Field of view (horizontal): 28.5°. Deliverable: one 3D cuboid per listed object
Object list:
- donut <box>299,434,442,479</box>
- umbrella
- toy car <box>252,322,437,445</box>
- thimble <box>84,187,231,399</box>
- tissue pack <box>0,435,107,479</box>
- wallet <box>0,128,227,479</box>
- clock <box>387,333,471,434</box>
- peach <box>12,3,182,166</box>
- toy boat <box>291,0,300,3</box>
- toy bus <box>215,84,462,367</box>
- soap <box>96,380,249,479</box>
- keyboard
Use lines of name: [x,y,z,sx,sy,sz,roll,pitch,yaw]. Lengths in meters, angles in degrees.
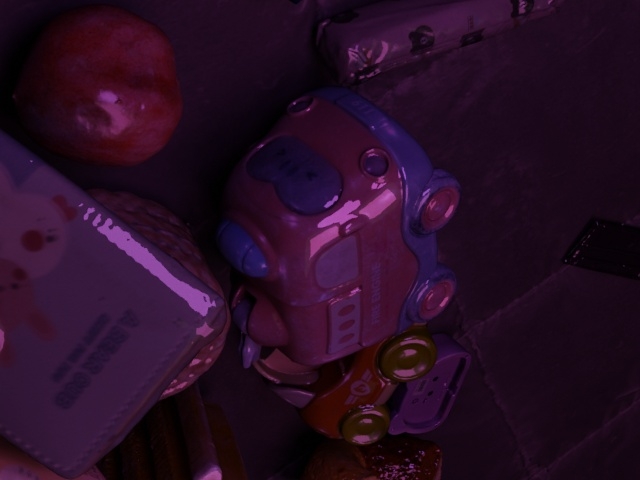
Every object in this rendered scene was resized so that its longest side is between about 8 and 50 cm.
donut: [0.055,0.329,1.761,0.295,0.151,0.112,-7,117,-57]
umbrella: [0.152,-0.243,1.334,0.337,0.073,0.067,-22,157,-21]
toy car: [0.004,0.125,1.544,0.235,0.145,0.235,-6,124,-9]
thimble: [-0.211,0.059,1.294,0.229,0.148,0.196,21,115,-44]
tissue pack: [-0.341,0.229,1.323,0.090,0.186,0.222,-54,138,2]
wallet: [-0.289,0.041,1.128,0.360,0.083,0.252,39,107,-8]
clock: [0.139,0.201,1.760,0.110,0.050,0.152,-7,130,-33]
peach: [-0.206,-0.135,1.125,0.152,0.152,0.152,-21,137,-20]
toy boat: [-0.048,-0.305,1.108,0.115,0.114,0.262,-8,144,20]
toy bus: [0.000,0.000,1.326,0.232,0.197,0.294,-31,142,-24]
soap: [-0.170,0.271,1.422,0.173,0.274,0.089,-42,108,2]
keyboard: [0.454,0.017,1.849,0.250,0.017,0.087,11,121,-42]
